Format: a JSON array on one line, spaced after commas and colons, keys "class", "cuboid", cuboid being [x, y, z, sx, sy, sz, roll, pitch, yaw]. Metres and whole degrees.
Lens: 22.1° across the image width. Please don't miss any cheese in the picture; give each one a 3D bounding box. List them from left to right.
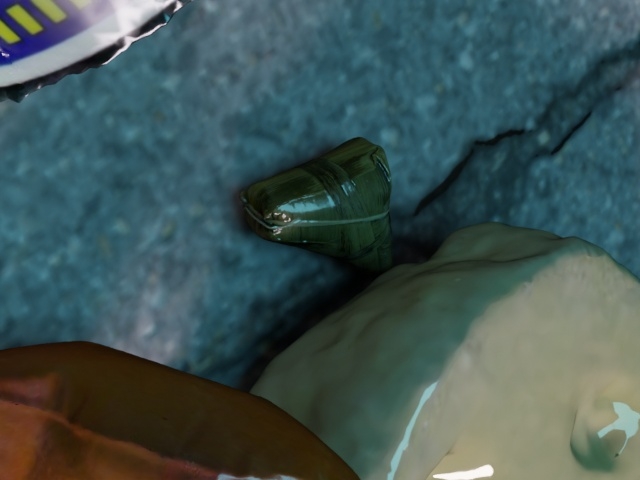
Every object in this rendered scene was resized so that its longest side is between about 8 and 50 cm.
[{"class": "cheese", "cuboid": [0.089, 0.158, 0.802, 0.318, 0.115, 0.326, -22, 106, -38]}]

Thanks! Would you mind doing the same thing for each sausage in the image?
[{"class": "sausage", "cuboid": [-0.072, 0.091, 0.652, 0.179, 0.089, 0.089, 19, 77, 6]}]

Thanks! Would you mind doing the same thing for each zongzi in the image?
[{"class": "zongzi", "cuboid": [0.000, 0.000, 0.777, 0.076, 0.040, 0.083, -24, 127, -29]}]

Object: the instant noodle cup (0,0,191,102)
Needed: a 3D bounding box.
[{"class": "instant noodle cup", "cuboid": [-0.156, -0.211, 0.500, 0.312, 0.284, 0.284, 49, 62, -40]}]
